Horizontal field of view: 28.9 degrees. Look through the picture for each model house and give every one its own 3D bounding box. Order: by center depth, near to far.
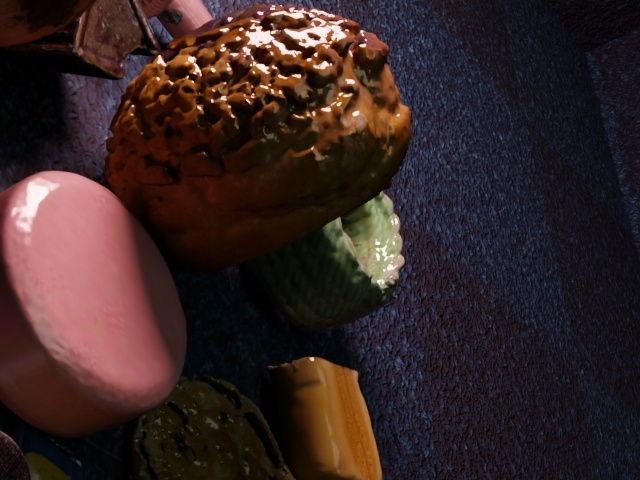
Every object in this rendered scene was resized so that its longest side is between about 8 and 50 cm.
[{"bbox_3d":[-0.270,-0.215,1.264,0.152,0.165,0.106,-58,150,-53],"label":"model house"}]

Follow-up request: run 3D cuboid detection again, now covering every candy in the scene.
[{"bbox_3d":[-0.221,0.061,1.142,0.255,0.094,0.255,44,31,-36],"label":"candy"}]

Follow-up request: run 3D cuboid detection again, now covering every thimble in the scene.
[{"bbox_3d":[0.000,0.000,1.552,0.219,0.150,0.219,43,33,-38],"label":"thimble"}]

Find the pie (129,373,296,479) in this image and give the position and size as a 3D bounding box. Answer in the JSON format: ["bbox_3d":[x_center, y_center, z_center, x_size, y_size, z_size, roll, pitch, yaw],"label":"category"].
[{"bbox_3d":[-0.095,0.261,1.264,0.274,0.055,0.274,44,29,-32],"label":"pie"}]

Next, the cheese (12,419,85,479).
[{"bbox_3d":[-0.223,0.259,1.003,0.177,0.069,0.270,46,21,-33],"label":"cheese"}]

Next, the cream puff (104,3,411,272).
[{"bbox_3d":[-0.073,-0.121,1.302,0.343,0.327,0.231,-94,158,-77],"label":"cream puff"}]

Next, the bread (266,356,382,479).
[{"bbox_3d":[0.003,0.222,1.443,0.134,0.085,0.173,31,41,-55],"label":"bread"}]

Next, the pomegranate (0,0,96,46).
[{"bbox_3d":[-0.310,-0.330,1.104,0.322,0.322,0.322,43,34,-39],"label":"pomegranate"}]

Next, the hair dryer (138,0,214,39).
[{"bbox_3d":[-0.179,-0.302,1.542,0.352,0.125,0.210,55,25,-43],"label":"hair dryer"}]

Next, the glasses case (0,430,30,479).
[{"bbox_3d":[-0.263,0.280,0.825,0.122,0.082,0.320,31,61,-57],"label":"glasses case"}]
